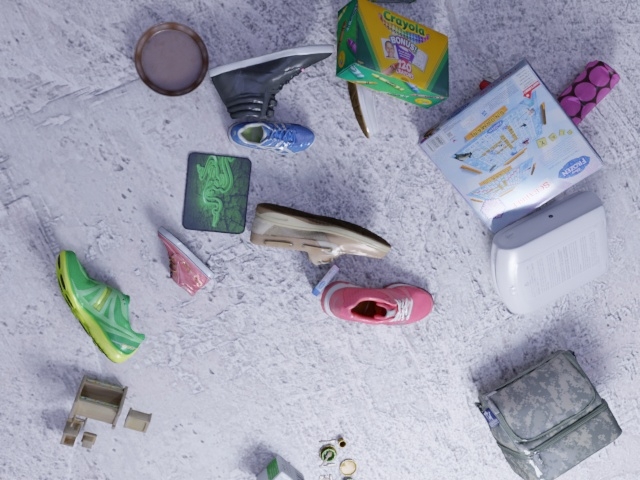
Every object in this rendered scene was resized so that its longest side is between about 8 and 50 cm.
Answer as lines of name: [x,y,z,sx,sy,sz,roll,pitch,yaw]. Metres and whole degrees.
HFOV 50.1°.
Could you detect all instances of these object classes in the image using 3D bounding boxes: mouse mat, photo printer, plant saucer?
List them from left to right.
plant saucer: [-0.342,-0.415,1.575,0.169,0.029,0.168,-2,101,-11]
mouse mat: [-0.250,-0.112,1.655,0.153,0.007,0.189,5,98,-12]
photo printer: [0.582,0.041,1.758,0.308,0.107,0.256,-27,126,-5]

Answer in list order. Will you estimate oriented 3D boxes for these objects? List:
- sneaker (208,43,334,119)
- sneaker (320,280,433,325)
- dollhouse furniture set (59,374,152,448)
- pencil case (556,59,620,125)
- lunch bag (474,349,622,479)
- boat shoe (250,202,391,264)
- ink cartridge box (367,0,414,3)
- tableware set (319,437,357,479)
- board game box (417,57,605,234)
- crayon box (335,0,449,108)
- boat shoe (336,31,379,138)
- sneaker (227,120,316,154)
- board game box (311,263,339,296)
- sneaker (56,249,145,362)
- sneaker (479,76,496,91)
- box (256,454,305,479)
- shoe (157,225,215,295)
sneaker: [-0.100,-0.365,1.597,0.296,0.104,0.146,-16,104,-2]
sneaker: [0.162,0.174,1.700,0.314,0.136,0.115,3,99,-25]
dollhouse furniture set: [-0.517,0.434,1.670,0.182,0.101,0.160,20,120,-14]
pencil case: [0.659,-0.367,1.749,0.098,0.095,0.209,44,87,2]
lunch bag: [0.594,0.462,1.822,0.305,0.212,0.256,-29,87,-6]
boat shoe: [0.000,0.000,1.672,0.341,0.121,0.110,15,101,-3]
ink cartridge box: [0.108,-0.658,1.587,0.255,0.097,0.188,-3,100,-11]
tableware set: [0.049,0.602,1.824,0.104,0.024,0.154,-3,99,-11]
board game box: [0.461,-0.219,1.674,0.319,0.066,0.318,-35,106,26]
crayon box: [0.169,-0.426,1.575,0.279,0.081,0.165,11,74,-32]
boat shoe: [0.115,-0.386,1.633,0.096,0.098,0.276,-14,101,-8]
sneaker: [-0.112,-0.242,1.622,0.211,0.081,0.080,-2,98,-12]
board game box: [0.013,0.098,1.698,0.020,0.090,0.090,38,91,2]
sneaker: [-0.520,0.145,1.610,0.124,0.109,0.295,-35,103,-27]
sneaker: [0.470,-0.279,1.721,0.118,0.107,0.279,-34,102,6]
box: [-0.099,0.630,1.760,0.102,0.101,0.087,43,90,-13]
shoe: [-0.341,0.052,1.635,0.081,0.063,0.178,-46,109,-6]
